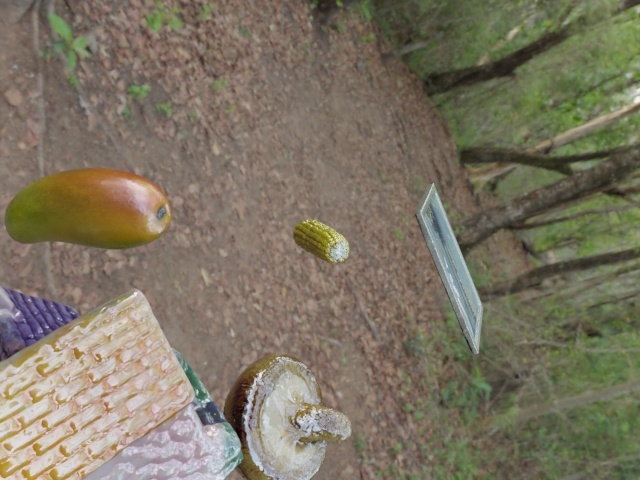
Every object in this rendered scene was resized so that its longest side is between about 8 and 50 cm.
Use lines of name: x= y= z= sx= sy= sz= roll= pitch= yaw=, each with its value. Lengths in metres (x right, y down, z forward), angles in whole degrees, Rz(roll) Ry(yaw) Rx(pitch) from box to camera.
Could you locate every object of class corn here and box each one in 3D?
corn: x=0.000 y=0.000 z=1.565 sx=0.080 sy=0.080 sz=0.238 roll=63 pitch=-16 yaw=-23

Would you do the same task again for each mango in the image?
mango: x=-0.396 y=-0.053 z=1.123 sx=0.146 sy=0.288 sz=0.129 roll=92 pitch=-2 yaw=-59

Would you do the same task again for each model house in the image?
model house: x=-0.229 y=0.142 z=0.653 sx=0.237 sy=0.202 sz=0.238 roll=43 pitch=-24 yaw=45

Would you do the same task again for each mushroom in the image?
mushroom: x=-0.113 y=0.474 z=1.711 sx=0.345 sy=0.239 sz=0.345 roll=27 pitch=30 yaw=-18

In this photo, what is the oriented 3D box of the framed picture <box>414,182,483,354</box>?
framed picture: x=0.253 y=0.047 z=1.277 sx=0.289 sy=0.016 sz=0.213 roll=66 pitch=21 yaw=-11
